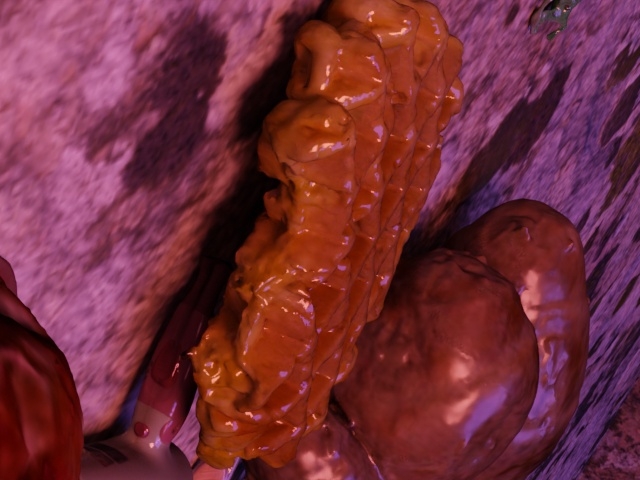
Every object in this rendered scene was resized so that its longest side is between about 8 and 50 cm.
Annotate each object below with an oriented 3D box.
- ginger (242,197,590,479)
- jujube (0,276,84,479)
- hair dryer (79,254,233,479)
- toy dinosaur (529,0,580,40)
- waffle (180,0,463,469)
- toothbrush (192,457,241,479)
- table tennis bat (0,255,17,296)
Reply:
[{"bbox_3d":[0.075,0.092,1.124,0.304,0.155,0.244,-8,137,-57],"label":"ginger"},{"bbox_3d":[-0.169,0.097,0.401,0.243,0.183,0.183,-44,163,4],"label":"jujube"},{"bbox_3d":[-0.085,0.077,0.831,0.154,0.054,0.106,-66,158,-1],"label":"hair dryer"},{"bbox_3d":[0.163,-0.165,1.071,0.062,0.021,0.083,-19,144,-42],"label":"toy dinosaur"},{"bbox_3d":[0.001,0.000,0.829,0.253,0.056,0.249,-65,166,-3],"label":"waffle"},{"bbox_3d":[-0.079,0.162,1.014,0.375,0.028,0.037,-57,172,3],"label":"toothbrush"},{"bbox_3d":[-0.191,0.092,0.604,0.234,0.022,0.131,-47,161,-30],"label":"table tennis bat"}]
